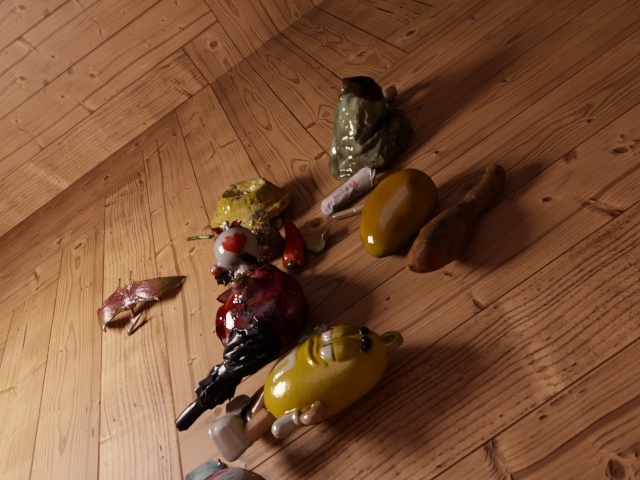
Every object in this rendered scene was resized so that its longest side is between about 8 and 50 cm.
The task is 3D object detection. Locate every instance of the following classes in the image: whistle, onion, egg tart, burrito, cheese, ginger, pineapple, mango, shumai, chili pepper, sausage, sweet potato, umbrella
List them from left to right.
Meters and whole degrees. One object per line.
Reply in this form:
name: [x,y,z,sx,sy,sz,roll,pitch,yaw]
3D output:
whistle: [-0.204,0.517,1.121,0.189,0.189,0.348,-50,26,-18]
umbrella: [-0.221,0.314,1.279,0.340,0.118,0.118,-48,32,15]
pineapple: [-0.224,0.047,1.716,0.251,0.125,0.125,-38,35,9]
egg tart: [-0.235,-0.125,1.855,0.290,0.115,0.290,-18,23,8]
onion: [-0.154,0.167,1.418,0.252,0.219,0.252,-25,24,12]
chili pepper: [-0.079,0.022,1.647,0.063,0.071,0.272,-43,29,26]
cheese: [0.002,0.000,1.629,0.084,0.041,0.060,-39,24,24]
burrito: [0.087,-0.145,1.703,0.203,0.064,0.064,-38,35,5]
sausage: [0.095,-0.085,1.659,0.132,0.024,0.024,-16,40,28]
shumai: [0.109,-0.371,1.768,0.304,0.263,0.309,-22,38,17]
ginger: [0.170,-0.469,1.982,0.258,0.065,0.149,-22,6,39]
mango: [0.192,-0.075,1.466,0.254,0.139,0.175,-48,33,-5]
sweet potato: [0.328,-0.041,1.345,0.109,0.109,0.385,12,46,47]

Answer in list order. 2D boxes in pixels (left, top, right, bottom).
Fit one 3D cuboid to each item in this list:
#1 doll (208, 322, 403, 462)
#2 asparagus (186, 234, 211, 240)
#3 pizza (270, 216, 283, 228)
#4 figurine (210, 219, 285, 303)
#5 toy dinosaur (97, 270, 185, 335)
doll: [-0.050,0.314,1.227,0.423,0.161,0.348,-42,19,-18]
asparagus: [-0.442,-0.010,2.045,0.127,0.018,0.015,-5,72,38]
pizza: [-0.205,-0.029,1.836,0.175,0.046,0.134,-22,37,20]
figurine: [-0.234,0.043,1.598,0.183,0.160,0.226,-33,66,6]
toy dinosaur: [-0.621,0.202,1.910,0.206,0.113,0.327,38,88,28]
